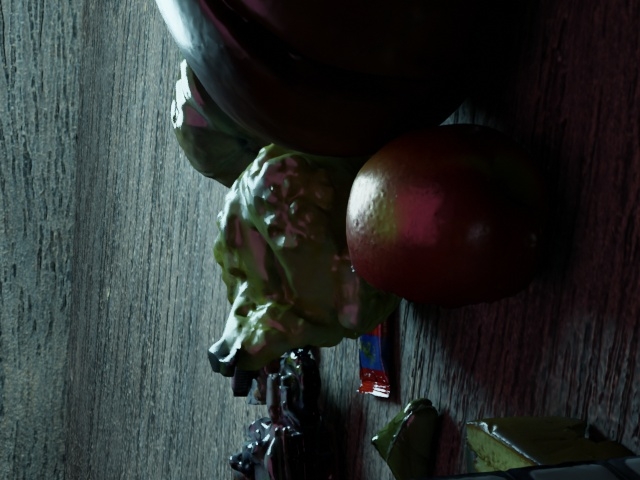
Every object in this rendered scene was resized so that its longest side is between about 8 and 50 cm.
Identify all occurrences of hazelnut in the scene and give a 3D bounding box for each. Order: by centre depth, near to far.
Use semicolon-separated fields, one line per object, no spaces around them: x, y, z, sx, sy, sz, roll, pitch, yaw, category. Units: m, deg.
-0.001;-0.288;1.623;0.402;0.402;0.429;124;135;-52;hazelnut

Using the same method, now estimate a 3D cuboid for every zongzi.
0.118;0.255;1.748;0.113;0.052;0.104;63;142;22;zongzi

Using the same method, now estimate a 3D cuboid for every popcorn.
0.008;0.000;1.742;0.293;0.237;0.293;-20;67;59;popcorn

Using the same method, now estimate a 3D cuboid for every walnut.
-0.082;-0.188;1.967;0.248;0.248;0.248;179;90;-67;walnut

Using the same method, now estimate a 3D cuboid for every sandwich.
0.238;0.233;1.422;0.244;0.088;0.090;30;127;59;sandwich

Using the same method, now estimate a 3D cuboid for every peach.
0.127;-0.014;1.528;0.226;0.196;0.190;-35;34;46;peach

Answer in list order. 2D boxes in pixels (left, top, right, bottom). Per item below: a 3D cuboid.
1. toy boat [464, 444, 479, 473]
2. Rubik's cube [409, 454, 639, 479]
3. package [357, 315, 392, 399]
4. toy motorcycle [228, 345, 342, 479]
0.197;0.335;1.531;0.085;0.078;0.260;84;179;-72;toy boat
0.236;0.371;1.159;0.304;0.301;0.305;-137;51;-58;Rubik's cube
0.069;0.098;1.878;0.083;0.022;0.200;-178;89;-66;package
-0.055;0.234;2.038;0.207;0.134;0.401;-6;86;60;toy motorcycle
